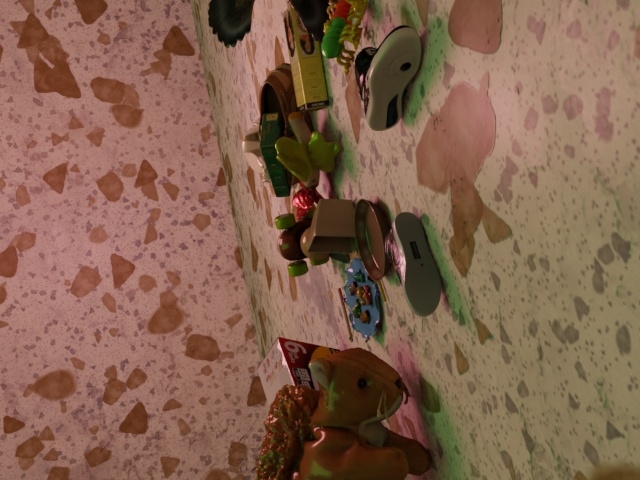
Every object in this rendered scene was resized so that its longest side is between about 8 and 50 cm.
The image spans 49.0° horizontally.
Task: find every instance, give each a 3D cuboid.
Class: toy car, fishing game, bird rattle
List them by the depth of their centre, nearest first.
[{"bbox_3d":[0.082,0.132,1.563,0.264,0.041,0.189,122,137,-62],"label":"fishing game"},{"bbox_3d":[-0.027,-0.184,1.648,0.253,0.143,0.207,77,175,-63],"label":"bird rattle"},{"bbox_3d":[0.000,0.000,1.720,0.188,0.149,0.155,2,112,48],"label":"toy car"}]

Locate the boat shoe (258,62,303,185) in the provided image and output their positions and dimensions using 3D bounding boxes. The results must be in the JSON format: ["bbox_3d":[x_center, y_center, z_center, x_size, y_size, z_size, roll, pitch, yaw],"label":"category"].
[{"bbox_3d":[-0.108,-0.282,1.780,0.123,0.120,0.324,20,129,29],"label":"boat shoe"}]

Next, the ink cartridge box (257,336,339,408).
[{"bbox_3d":[0.014,0.416,1.799,0.130,0.272,0.309,-58,35,24],"label":"ink cartridge box"}]

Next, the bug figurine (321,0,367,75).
[{"bbox_3d":[0.044,-0.416,1.149,0.279,0.072,0.216,101,-178,-52],"label":"bug figurine"}]

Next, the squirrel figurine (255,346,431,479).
[{"bbox_3d":[0.015,0.398,1.406,0.397,0.281,0.370,-1,93,37],"label":"squirrel figurine"}]

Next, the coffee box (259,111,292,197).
[{"bbox_3d":[-0.104,-0.203,1.681,0.184,0.040,0.113,74,-165,-54],"label":"coffee box"}]

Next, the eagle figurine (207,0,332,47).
[{"bbox_3d":[-0.104,-0.535,1.363,0.226,0.225,0.298,14,121,31],"label":"eagle figurine"}]

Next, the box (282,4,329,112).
[{"bbox_3d":[-0.035,-0.413,1.600,0.087,0.058,0.232,-167,66,-76],"label":"box"}]

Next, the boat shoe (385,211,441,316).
[{"bbox_3d":[0.156,0.048,1.193,0.083,0.065,0.183,109,155,-66],"label":"boat shoe"}]

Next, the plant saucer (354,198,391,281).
[{"bbox_3d":[0.108,-0.003,1.404,0.168,0.029,0.168,169,90,-77],"label":"plant saucer"}]

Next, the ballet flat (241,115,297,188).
[{"bbox_3d":[-0.162,-0.274,2.070,0.409,0.147,0.147,-121,24,-57],"label":"ballet flat"}]

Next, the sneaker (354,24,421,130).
[{"bbox_3d":[0.095,-0.287,1.130,0.217,0.079,0.121,103,154,-59],"label":"sneaker"}]

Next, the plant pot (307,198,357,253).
[{"bbox_3d":[0.029,-0.035,1.554,0.109,0.109,0.096,115,154,-67],"label":"plant pot"}]
